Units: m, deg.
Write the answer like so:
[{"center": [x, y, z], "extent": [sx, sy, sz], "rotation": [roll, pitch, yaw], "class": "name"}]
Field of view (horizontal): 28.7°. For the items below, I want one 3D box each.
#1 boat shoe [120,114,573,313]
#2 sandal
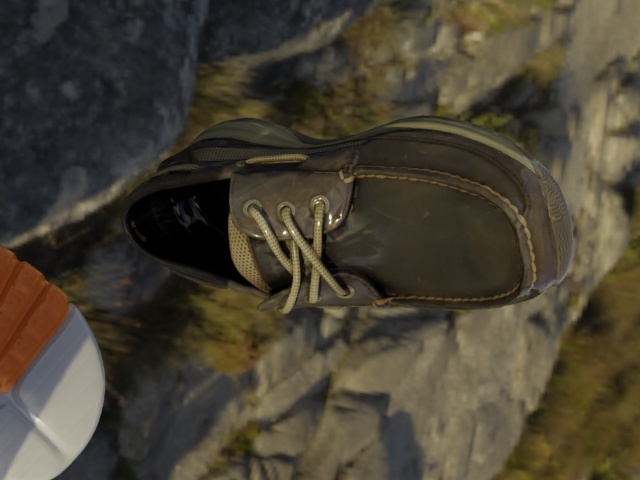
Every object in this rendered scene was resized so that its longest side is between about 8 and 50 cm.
[{"center": [0.000, 0.000, 0.816], "extent": [0.130, 0.355, 0.132], "rotation": [-32, 114, -35], "class": "boat shoe"}, {"center": [-0.227, 0.033, 0.718], "extent": [0.102, 0.265, 0.076], "rotation": [-43, 169, -25], "class": "sandal"}]
